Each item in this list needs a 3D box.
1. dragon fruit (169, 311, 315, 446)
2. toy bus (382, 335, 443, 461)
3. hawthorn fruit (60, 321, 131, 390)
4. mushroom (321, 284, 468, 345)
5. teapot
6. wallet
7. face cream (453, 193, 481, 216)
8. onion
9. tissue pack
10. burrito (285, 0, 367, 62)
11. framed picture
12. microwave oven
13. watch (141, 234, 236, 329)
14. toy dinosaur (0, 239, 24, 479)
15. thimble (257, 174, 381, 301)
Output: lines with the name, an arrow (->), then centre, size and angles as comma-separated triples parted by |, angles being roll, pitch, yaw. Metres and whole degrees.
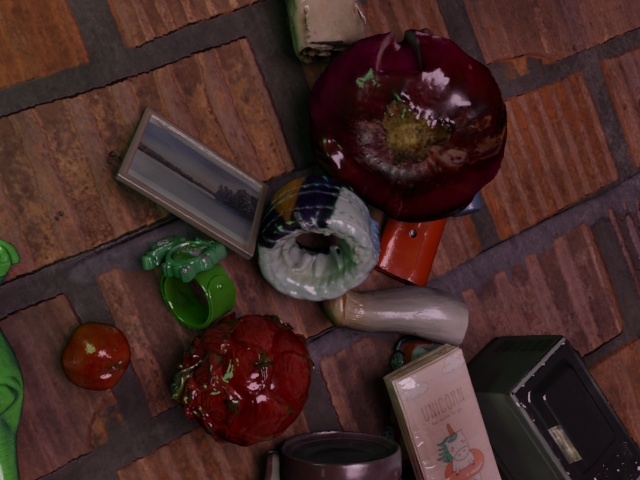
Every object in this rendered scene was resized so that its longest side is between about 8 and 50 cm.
dragon fruit -> -0.129, 0.243, 1.652 | 0.299, 0.244, 0.244 | -34, 102, -48
toy bus -> 0.215, 0.334, 1.884 | 0.121, 0.120, 0.265 | 11, 82, -27
hawthorn fruit -> -0.394, 0.206, 1.593 | 0.128, 0.128, 0.128 | 2, 85, -27
mushroom -> 0.154, 0.147, 1.867 | 0.329, 0.159, 0.122 | 8, 77, -17
teapot -> -0.002, 0.544, 1.725 | 0.315, 0.233, 0.312 | 0, 91, 3
wallet -> 0.198, -0.011, 1.944 | 0.142, 0.045, 0.204 | 26, 75, -23
face cream -> 0.275, -0.244, 1.979 | 0.135, 0.086, 0.385 | -9, 82, -26
onion -> 0.174, -0.271, 1.825 | 0.398, 0.398, 0.420 | 30, 36, -22
tissue pack -> 0.249, 0.388, 1.791 | 0.170, 0.071, 0.325 | -22, 100, -23
burrito -> -0.009, -0.528, 1.829 | 0.190, 0.135, 0.332 | -4, 85, -36
framed picture -> -0.230, -0.109, 1.689 | 0.289, 0.016, 0.213 | 33, 39, -21
microwave oven -> 0.487, 0.392, 1.932 | 0.218, 0.286, 0.355 | -39, 99, -25
watch -> -0.237, 0.078, 1.678 | 0.131, 0.165, 0.152 | -37, 125, -46
toy dinosaur -> -0.518, 0.255, 1.544 | 0.500, 0.144, 0.374 | 43, 57, -21
thimble -> 0.000, 0.000, 1.732 | 0.237, 0.237, 0.150 | 32, 34, -21
